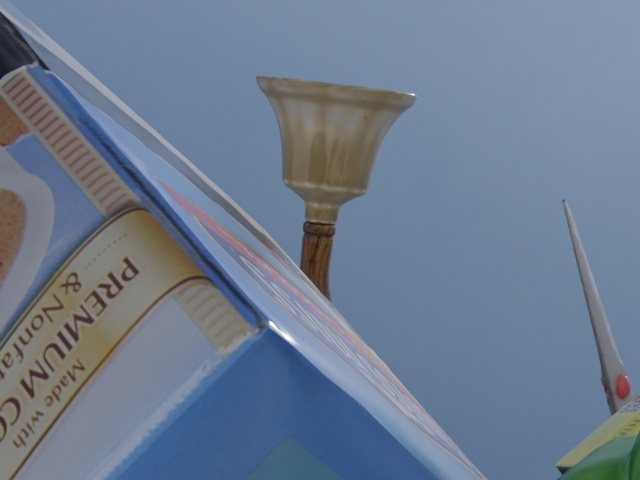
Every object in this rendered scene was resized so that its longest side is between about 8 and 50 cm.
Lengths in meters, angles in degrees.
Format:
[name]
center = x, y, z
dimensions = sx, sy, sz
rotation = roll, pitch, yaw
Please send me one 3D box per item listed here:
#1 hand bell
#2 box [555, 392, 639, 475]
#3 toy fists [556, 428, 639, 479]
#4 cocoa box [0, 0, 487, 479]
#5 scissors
[hand bell]
center = 0.000, 0.000, 1.406
dimensions = 0.126, 0.242, 0.126
rotation = 6, -176, 0
[box]
center = 0.242, 0.202, 1.084
dimensions = 0.087, 0.232, 0.058
rotation = -37, -173, -20
[toy fists]
center = 0.166, 0.007, 0.396
dimensions = 0.279, 0.142, 0.096
rotation = -37, -101, 1
[cocoa box]
center = -0.137, 0.128, 0.576
dimensions = 0.347, 0.231, 0.228
rotation = -45, -131, 1
[scissors]
center = 0.200, 0.119, 1.215
dimensions = 0.021, 0.297, 0.109
rotation = -1, -142, 41
